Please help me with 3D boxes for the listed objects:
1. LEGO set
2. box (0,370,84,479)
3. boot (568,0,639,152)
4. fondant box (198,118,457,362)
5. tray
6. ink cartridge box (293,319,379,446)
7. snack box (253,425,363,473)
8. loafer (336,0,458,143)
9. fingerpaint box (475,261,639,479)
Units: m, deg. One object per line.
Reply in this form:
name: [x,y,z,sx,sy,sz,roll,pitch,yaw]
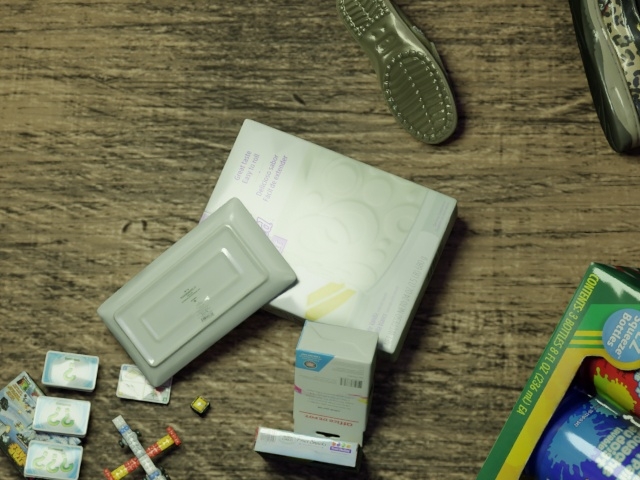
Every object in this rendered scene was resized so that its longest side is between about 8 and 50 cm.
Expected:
LEGO set: [-0.283,0.255,1.871,0.244,0.060,0.182,8,71,-1]
box: [-0.417,0.269,1.907,0.094,0.027,0.137,-40,77,-7]
boot: [0.513,-0.334,1.910,0.284,0.138,0.377,-11,80,3]
fondant box: [0.000,0.000,1.900,0.330,0.096,0.238,22,80,11]
tray: [-0.178,0.076,1.849,0.270,0.030,0.145,-38,88,14]
ink cartridge box: [0.020,0.201,1.839,0.104,0.181,0.061,10,42,7]
snack box: [-0.016,0.289,1.830,0.141,0.100,0.037,9,77,8]
loafer: [0.125,-0.268,1.953,0.102,0.092,0.268,-29,91,25]
fingerpaint box: [0.402,0.308,1.616,0.371,0.163,0.445,35,106,34]
